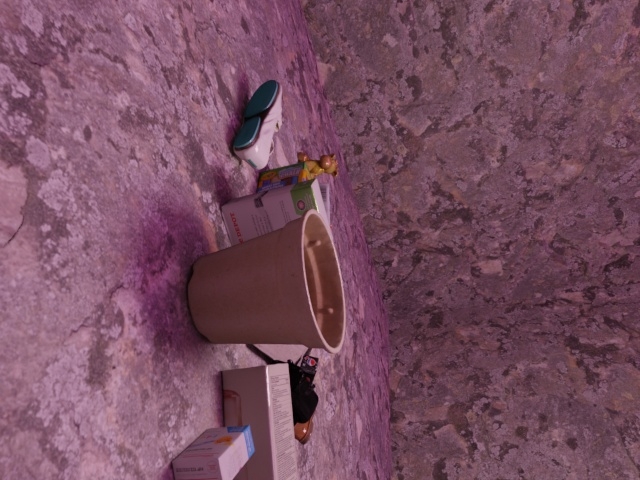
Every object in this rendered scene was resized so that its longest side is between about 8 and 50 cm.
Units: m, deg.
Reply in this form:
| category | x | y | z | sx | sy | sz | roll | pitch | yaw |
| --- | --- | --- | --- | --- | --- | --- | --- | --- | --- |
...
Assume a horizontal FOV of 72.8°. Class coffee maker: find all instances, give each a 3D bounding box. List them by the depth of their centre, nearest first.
| category | x | y | z | sx | sy | sz | roll | pitch | yaw |
| --- | --- | --- | --- | --- | --- | --- | --- | --- | --- |
| coffee maker | -0.076 | 0.460 | 1.287 | 0.171 | 0.120 | 0.178 | 30 | -28 | 45 |

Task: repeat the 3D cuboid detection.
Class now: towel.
| category | x | y | z | sx | sy | sz | roll | pitch | yaw |
| --- | --- | --- | --- | --- | --- | --- | --- | --- | --- |
| towel | -0.101 | 0.286 | 1.350 | 0.187 | 0.049 | 0.282 | -55 | 146 | -17 |

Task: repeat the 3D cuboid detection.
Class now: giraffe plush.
| category | x | y | z | sx | sy | sz | roll | pitch | yaw |
| --- | --- | --- | --- | --- | --- | --- | --- | --- | --- |
| giraffe plush | -0.001 | -0.363 | 2.157 | 0.210 | 0.170 | 0.182 | -31 | 109 | -75 |

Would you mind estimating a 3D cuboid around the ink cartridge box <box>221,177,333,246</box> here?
| category | x | y | z | sx | sy | sz | roll | pitch | yaw |
| --- | --- | --- | --- | --- | --- | --- | --- | --- | --- |
| ink cartridge box | -0.121 | -0.048 | 1.263 | 0.115 | 0.272 | 0.199 | -68 | 145 | -69 |

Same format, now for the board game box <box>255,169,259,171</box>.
| category | x | y | z | sx | sy | sz | roll | pitch | yaw |
| --- | --- | --- | --- | --- | --- | --- | --- | --- | --- |
| board game box | -0.225 | -0.333 | 1.551 | 0.169 | 0.033 | 0.133 | -87 | 161 | -44 |

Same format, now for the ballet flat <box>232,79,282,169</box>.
| category | x | y | z | sx | sy | sz | roll | pitch | yaw |
| --- | --- | --- | --- | --- | --- | --- | --- | --- | --- |
| ballet flat | -0.198 | -0.392 | 1.491 | 0.139 | 0.139 | 0.401 | 65 | 27 | -45 |

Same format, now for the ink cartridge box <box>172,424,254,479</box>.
| category | x | y | z | sx | sy | sz | roll | pitch | yaw |
| --- | --- | --- | --- | --- | --- | --- | --- | --- | --- |
| ink cartridge box | -0.218 | 0.439 | 0.865 | 0.181 | 0.104 | 0.062 | -8 | 87 | -76 |

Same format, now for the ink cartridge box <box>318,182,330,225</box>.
| category | x | y | z | sx | sy | sz | roll | pitch | yaw |
| --- | --- | --- | --- | --- | --- | --- | --- | --- | --- |
| ink cartridge box | 0.000 | 0.000 | 1.854 | 0.385 | 0.091 | 0.308 | 87 | 2 | -46 |

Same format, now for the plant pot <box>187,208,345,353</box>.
| category | x | y | z | sx | sy | sz | roll | pitch | yaw |
| --- | --- | --- | --- | --- | --- | --- | --- | --- | --- |
| plant pot | -0.129 | 0.119 | 1.039 | 0.334 | 0.305 | 0.334 | -11 | 90 | -76 |

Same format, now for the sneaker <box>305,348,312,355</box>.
| category | x | y | z | sx | sy | sz | roll | pitch | yaw |
| --- | --- | --- | --- | --- | --- | --- | --- | --- | --- |
| sneaker | -0.101 | 0.301 | 1.489 | 0.162 | 0.106 | 0.282 | -20 | 122 | -45 |

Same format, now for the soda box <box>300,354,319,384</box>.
| category | x | y | z | sx | sy | sz | roll | pitch | yaw |
| --- | --- | --- | --- | --- | --- | --- | --- | --- | --- |
| soda box | -0.052 | 0.459 | 1.445 | 0.060 | 0.053 | 0.169 | -77 | -176 | -56 |

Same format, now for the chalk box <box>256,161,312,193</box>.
| category | x | y | z | sx | sy | sz | roll | pitch | yaw |
| --- | --- | --- | --- | --- | --- | --- | --- | --- | --- |
| chalk box | -0.112 | -0.152 | 1.559 | 0.180 | 0.179 | 0.289 | 66 | 20 | -44 |

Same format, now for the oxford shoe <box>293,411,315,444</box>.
| category | x | y | z | sx | sy | sz | roll | pitch | yaw |
| --- | --- | --- | --- | --- | --- | --- | --- | --- | --- |
| oxford shoe | -0.064 | 0.575 | 1.447 | 0.076 | 0.076 | 0.212 | 36 | 13 | -7 |

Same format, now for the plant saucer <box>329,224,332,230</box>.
| category | x | y | z | sx | sy | sz | roll | pitch | yaw |
| --- | --- | --- | --- | --- | --- | --- | --- | --- | --- |
| plant saucer | -0.069 | 0.089 | 1.464 | 0.258 | 0.047 | 0.259 | -39 | 152 | -34 |

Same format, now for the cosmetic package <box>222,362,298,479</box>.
| category | x | y | z | sx | sy | sz | roll | pitch | yaw |
| --- | --- | --- | --- | --- | --- | --- | --- | --- | --- |
| cosmetic package | -0.148 | 0.462 | 1.071 | 0.153 | 0.129 | 0.297 | 39 | 43 | -67 |
